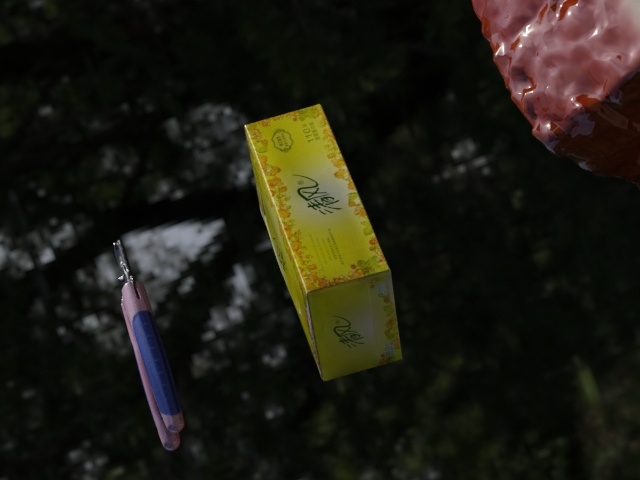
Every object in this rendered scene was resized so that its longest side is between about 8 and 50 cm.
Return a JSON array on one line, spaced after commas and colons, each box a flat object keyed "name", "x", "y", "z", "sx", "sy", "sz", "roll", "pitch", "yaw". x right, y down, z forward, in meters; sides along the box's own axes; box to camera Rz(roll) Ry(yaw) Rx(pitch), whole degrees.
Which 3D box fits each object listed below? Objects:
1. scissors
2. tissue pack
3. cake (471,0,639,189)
[{"name": "scissors", "x": -0.089, "y": 0.050, "z": 0.903, "sx": 0.039, "sy": 0.012, "sz": 0.113, "roll": 109, "pitch": 145, "yaw": -64}, {"name": "tissue pack", "x": 0.000, "y": 0.000, "z": 1.232, "sx": 0.095, "sy": 0.062, "sz": 0.176, "roll": 81, "pitch": 172, "yaw": -47}, {"name": "cake", "x": 0.254, "y": -0.201, "z": 0.922, "sx": 0.269, "sy": 0.319, "sz": 0.270, "roll": 15, "pitch": -137, "yaw": -42}]
